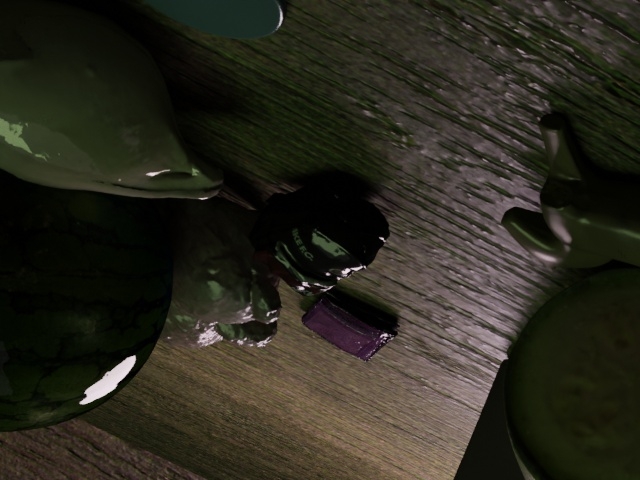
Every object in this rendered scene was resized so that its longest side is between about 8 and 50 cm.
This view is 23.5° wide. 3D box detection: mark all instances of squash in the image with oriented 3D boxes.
[{"bbox_3d":[0.341,0.221,1.598,0.263,0.263,0.384,15,159,24],"label":"squash"}]

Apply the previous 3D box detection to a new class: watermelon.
[{"bbox_3d":[-0.335,0.042,1.656,0.363,0.363,0.363,21,161,8],"label":"watermelon"}]

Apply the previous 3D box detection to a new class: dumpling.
[{"bbox_3d":[-0.265,-0.148,1.508,0.341,0.181,0.260,2,-168,-25],"label":"dumpling"}]

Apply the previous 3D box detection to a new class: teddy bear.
[{"bbox_3d":[-0.136,0.031,1.810,0.236,0.151,0.267,51,145,1],"label":"teddy bear"}]

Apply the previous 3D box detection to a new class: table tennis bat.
[{"bbox_3d":[-0.141,-0.237,1.302,0.244,0.040,0.153,26,160,-17],"label":"table tennis bat"}]

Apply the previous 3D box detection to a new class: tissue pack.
[{"bbox_3d":[0.263,0.292,1.894,0.136,0.246,0.159,13,159,33],"label":"tissue pack"}]

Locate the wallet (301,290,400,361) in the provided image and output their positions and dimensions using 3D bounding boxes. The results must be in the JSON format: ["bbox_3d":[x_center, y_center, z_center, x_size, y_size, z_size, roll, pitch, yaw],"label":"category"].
[{"bbox_3d":[0.035,0.114,2.017,0.111,0.030,0.166,25,161,-4],"label":"wallet"}]

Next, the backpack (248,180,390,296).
[{"bbox_3d":[-0.002,-0.002,1.644,0.120,0.106,0.165,33,162,-12],"label":"backpack"}]

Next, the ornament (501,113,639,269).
[{"bbox_3d":[0.255,-0.020,1.360,0.230,0.061,0.245,16,156,27],"label":"ornament"}]
